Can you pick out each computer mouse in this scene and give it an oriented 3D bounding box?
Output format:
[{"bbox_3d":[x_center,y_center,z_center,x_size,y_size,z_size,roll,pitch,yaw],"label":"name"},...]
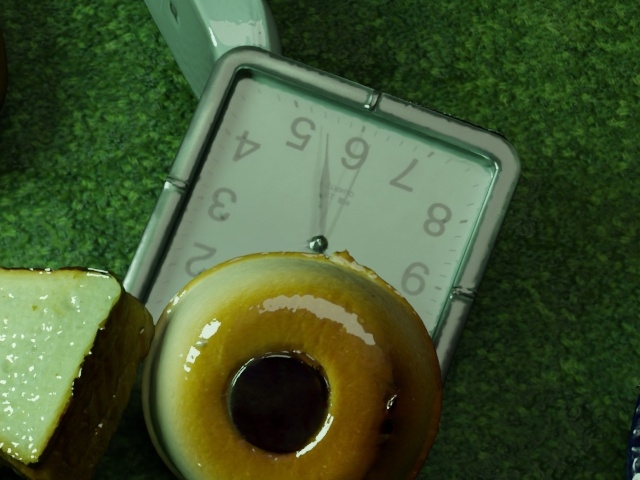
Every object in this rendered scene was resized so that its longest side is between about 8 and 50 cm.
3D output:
[{"bbox_3d":[-0.098,-0.205,1.621,0.079,0.128,0.231,-20,65,-23],"label":"computer mouse"}]

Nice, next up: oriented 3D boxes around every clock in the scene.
[{"bbox_3d":[0.000,0.000,1.496,0.273,0.049,0.278,21,77,4],"label":"clock"}]

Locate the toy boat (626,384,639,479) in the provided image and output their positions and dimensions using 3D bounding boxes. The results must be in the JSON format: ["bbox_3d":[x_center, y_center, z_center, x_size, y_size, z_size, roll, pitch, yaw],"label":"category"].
[{"bbox_3d":[0.351,0.220,1.455,0.219,0.072,0.318,0,64,-15],"label":"toy boat"}]

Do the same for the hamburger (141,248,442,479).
[{"bbox_3d":[-0.020,0.114,1.366,0.237,0.147,0.236,0,91,3],"label":"hamburger"}]

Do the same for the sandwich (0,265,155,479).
[{"bbox_3d":[-0.242,0.101,1.344,0.215,0.065,0.186,-1,49,29],"label":"sandwich"}]

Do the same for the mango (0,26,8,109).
[{"bbox_3d":[-0.330,-0.146,1.537,0.133,0.111,0.267,0,55,8],"label":"mango"}]
